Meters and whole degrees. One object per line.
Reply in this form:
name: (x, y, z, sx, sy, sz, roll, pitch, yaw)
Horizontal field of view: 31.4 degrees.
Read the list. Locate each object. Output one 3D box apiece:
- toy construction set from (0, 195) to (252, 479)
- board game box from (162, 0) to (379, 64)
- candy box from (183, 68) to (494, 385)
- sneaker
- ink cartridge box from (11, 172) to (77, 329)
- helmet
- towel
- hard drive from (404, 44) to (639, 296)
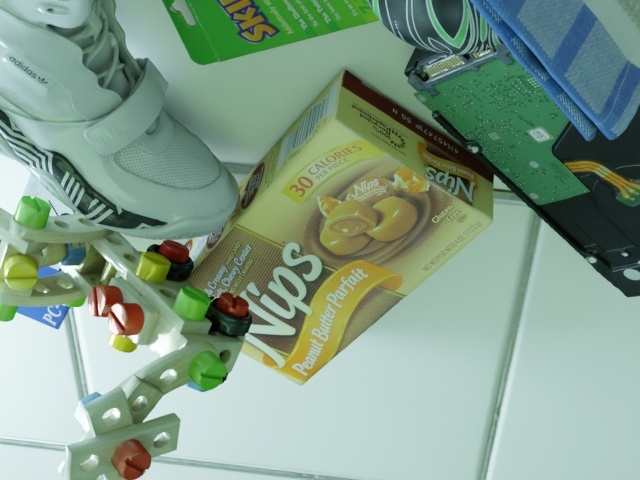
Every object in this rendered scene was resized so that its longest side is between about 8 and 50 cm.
toy construction set: (-0.194, 0.067, 1.025, 0.215, 0.328, 0.151, 7, 128, -46)
board game box: (-0.012, -0.230, 0.946, 0.259, 0.039, 0.124, -13, 128, 16)
candy box: (0.000, 0.000, 1.122, 0.183, 0.087, 0.316, 32, 130, -18)
sneaker: (-0.195, -0.150, 0.979, 0.366, 0.137, 0.210, 33, 132, -16)
ink cartridge box: (-0.284, 0.003, 1.200, 0.097, 0.046, 0.207, 24, 132, -12)
helmet: (0.100, -0.215, 0.826, 0.169, 0.169, 0.162, -7, 111, 15)
towel: (0.206, -0.235, 0.770, 0.209, 0.285, 0.034, 43, 163, -26)
hard drive: (0.263, -0.082, 0.971, 0.339, 0.064, 0.237, 38, 149, -24)
